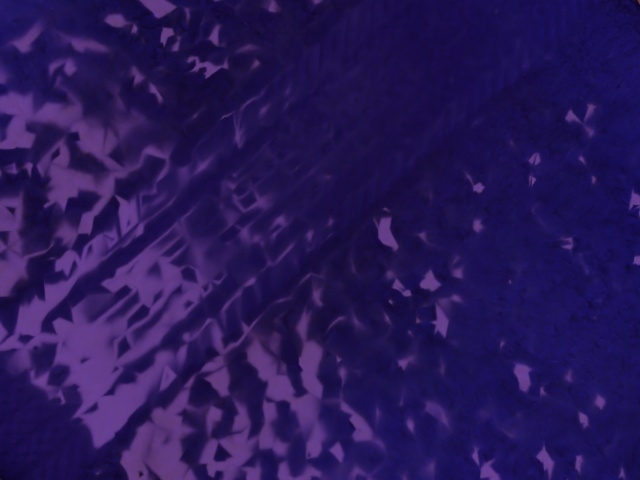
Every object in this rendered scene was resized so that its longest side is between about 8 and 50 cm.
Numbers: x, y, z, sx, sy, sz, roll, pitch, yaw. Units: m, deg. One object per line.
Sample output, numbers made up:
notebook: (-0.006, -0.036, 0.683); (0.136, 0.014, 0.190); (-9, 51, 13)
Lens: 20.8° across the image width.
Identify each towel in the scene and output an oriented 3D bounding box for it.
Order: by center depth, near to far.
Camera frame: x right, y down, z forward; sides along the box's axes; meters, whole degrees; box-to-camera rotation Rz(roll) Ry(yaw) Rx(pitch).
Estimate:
towel: (0.000, 0.000, 0.475); (0.228, 0.076, 0.308); (-42, 94, -19)
